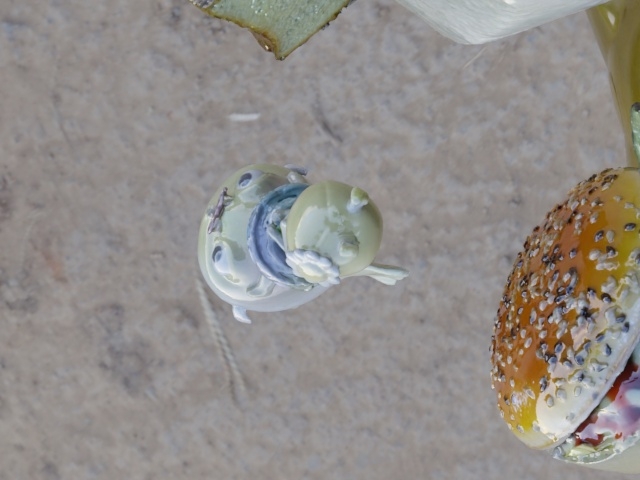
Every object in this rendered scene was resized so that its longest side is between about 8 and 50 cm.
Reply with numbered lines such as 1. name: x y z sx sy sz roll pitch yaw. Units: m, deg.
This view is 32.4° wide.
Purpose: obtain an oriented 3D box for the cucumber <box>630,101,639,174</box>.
1. cucumber: 0.378 -0.083 0.670 0.359 0.096 0.096 -13 105 14

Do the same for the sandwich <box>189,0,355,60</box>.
1. sandwich: -0.032 -0.278 1.111 0.186 0.214 0.065 -42 73 15

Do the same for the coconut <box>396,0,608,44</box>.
1. coconut: 0.095 -0.227 0.564 0.265 0.237 0.238 -19 103 -1

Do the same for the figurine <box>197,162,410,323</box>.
1. figurine: 0.000 0.000 1.373 0.274 0.394 0.227 17 80 -14

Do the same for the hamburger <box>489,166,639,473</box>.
1. hamburger: 0.268 0.069 1.031 0.176 0.300 0.300 23 119 -11

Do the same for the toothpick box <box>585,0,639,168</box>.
1. toothpick box: 0.580 -0.226 1.411 0.425 0.409 0.409 -14 104 19
